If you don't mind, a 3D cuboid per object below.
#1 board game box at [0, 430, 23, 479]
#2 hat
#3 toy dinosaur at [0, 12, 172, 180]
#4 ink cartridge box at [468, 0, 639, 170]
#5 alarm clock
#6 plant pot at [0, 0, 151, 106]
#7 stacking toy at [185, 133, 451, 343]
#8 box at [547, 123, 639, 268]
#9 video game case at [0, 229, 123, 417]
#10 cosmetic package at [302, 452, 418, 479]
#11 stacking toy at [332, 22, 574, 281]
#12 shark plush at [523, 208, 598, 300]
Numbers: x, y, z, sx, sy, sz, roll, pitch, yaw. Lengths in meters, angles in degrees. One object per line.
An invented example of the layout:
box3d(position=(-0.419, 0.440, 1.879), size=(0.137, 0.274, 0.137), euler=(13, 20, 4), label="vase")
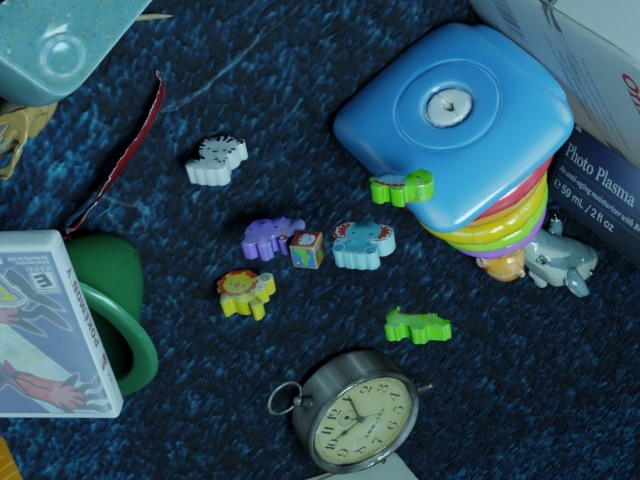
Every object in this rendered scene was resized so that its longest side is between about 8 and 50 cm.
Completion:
box3d(position=(-0.378, 0.409, 0.936), size=(0.356, 0.356, 0.356), euler=(-11, 127, -26), label="board game box")
box3d(position=(-0.185, 0.008, 1.006), size=(0.208, 0.183, 0.173), euler=(-15, 132, 34), label="hat")
box3d(position=(-0.209, -0.112, 0.888), size=(0.064, 0.112, 0.211), euler=(43, 95, -2), label="toy dinosaur")
box3d(position=(0.244, -0.168, 0.982), size=(0.117, 0.283, 0.207), euler=(-42, 134, 0), label="ink cartridge box")
box3d(position=(0.020, 0.169, 1.228), size=(0.192, 0.064, 0.129), euler=(17, 111, -42), label="alarm clock")
box3d(position=(-0.190, -0.221, 0.682), size=(0.248, 0.252, 0.247), euler=(-49, 133, 5), label="plant pot")
box3d(position=(0.000, 0.000, 1.015), size=(0.052, 0.221, 0.167), euler=(-62, 151, -45), label="stacking toy")
box3d(position=(0.398, -0.105, 1.122), size=(0.182, 0.296, 0.294), euler=(-1, 121, -32), label="box")
box3d(position=(-0.269, 0.069, 0.918), size=(0.201, 0.023, 0.183), euler=(-2, 131, 11), label="video game case")
box3d(position=(-0.032, 0.356, 1.294), size=(0.309, 0.113, 0.160), euler=(-12, 127, -27), label="cosmetic package")
box3d(position=(0.152, -0.042, 1.123), size=(0.166, 0.175, 0.302), euler=(-40, 145, -5), label="stacking toy")
box3d(position=(0.234, -0.002, 1.277), size=(0.161, 0.073, 0.067), euler=(37, 77, -23), label="shark plush")
